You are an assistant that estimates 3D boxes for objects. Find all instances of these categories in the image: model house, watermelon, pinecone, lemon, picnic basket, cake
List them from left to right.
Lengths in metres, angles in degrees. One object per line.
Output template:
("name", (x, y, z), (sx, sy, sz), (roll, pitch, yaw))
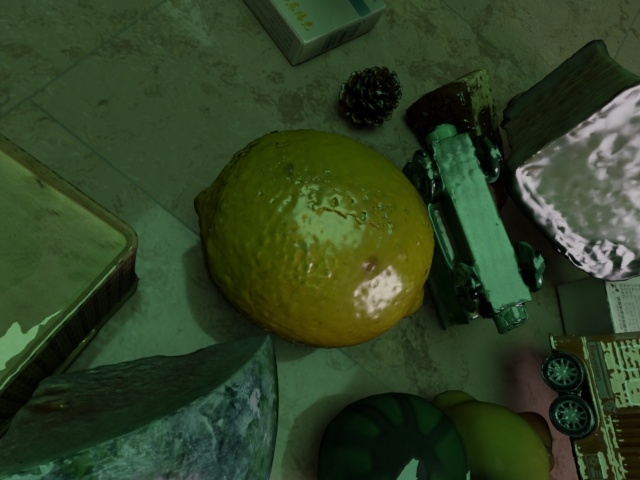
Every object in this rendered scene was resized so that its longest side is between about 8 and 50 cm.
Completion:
("picnic basket", (-0.370, 0.073, 0.478), (0.228, 0.175, 0.312), (37, 60, -5))
("watermelon", (-0.184, 0.213, 0.483), (0.259, 0.387, 0.228), (8, 95, 22))
("lemon", (0.000, 0.000, 0.586), (0.310, 0.258, 0.257), (29, 65, -8))
("pinecone", (0.083, -0.240, 0.775), (0.102, 0.109, 0.102), (5, 73, -16))
("cake", (0.269, -0.167, 0.805), (0.112, 0.135, 0.246), (-31, 85, -27))
("model house", (0.442, -0.139, 0.738), (0.298, 0.243, 0.284), (37, 38, -19))

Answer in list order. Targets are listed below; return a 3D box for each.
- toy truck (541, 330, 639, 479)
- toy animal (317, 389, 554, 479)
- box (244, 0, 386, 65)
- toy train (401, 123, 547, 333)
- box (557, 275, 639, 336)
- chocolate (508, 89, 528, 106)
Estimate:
("toy truck", (0.408, 0.277, 0.643), (0.162, 0.136, 0.305), (-12, 68, 23))
("toy animal", (0.164, 0.286, 0.583), (0.339, 0.191, 0.215), (12, 57, -17))
("box", (-0.064, -0.490, 0.830), (0.200, 0.065, 0.343), (-35, 87, -25))
("toy train", (0.208, -0.012, 0.697), (0.120, 0.202, 0.300), (-17, 79, -6))
("box", (0.530, 0.192, 0.793), (0.195, 0.111, 0.260), (4, 70, -17))
("chocolate", (0.485, -0.165, 0.908), (0.185, 0.100, 0.303), (-5, 71, -18))
